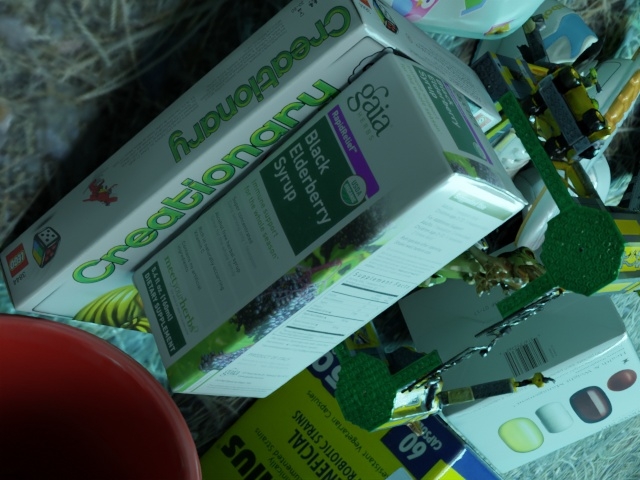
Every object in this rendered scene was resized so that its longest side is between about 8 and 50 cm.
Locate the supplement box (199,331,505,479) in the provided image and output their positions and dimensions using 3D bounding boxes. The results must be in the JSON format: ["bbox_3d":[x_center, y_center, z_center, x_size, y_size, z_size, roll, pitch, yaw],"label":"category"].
[{"bbox_3d":[-0.015,0.291,1.061,0.356,0.194,0.195,-46,147,-2],"label":"supplement box"}]

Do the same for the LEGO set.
[{"bbox_3d":[0.139,0.000,0.853,0.192,0.255,0.331,0,141,-49],"label":"LEGO set"}]

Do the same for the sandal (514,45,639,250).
[{"bbox_3d":[0.243,-0.109,1.029,0.265,0.076,0.102,-53,164,-18],"label":"sandal"}]

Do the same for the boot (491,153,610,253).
[{"bbox_3d":[0.241,0.006,1.166,0.123,0.095,0.258,-25,136,-17],"label":"boot"}]

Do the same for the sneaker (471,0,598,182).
[{"bbox_3d":[0.178,-0.109,0.952,0.087,0.092,0.229,-25,142,-33],"label":"sneaker"}]

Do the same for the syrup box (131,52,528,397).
[{"bbox_3d":[0.000,0.000,0.661,0.237,0.093,0.096,-39,149,25],"label":"syrup box"}]

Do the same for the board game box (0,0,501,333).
[{"bbox_3d":[-0.046,-0.038,0.719,0.305,0.053,0.193,-37,152,22],"label":"board game box"}]

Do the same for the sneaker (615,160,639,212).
[{"bbox_3d":[0.393,-0.072,1.197,0.268,0.101,0.153,-50,149,-45],"label":"sneaker"}]

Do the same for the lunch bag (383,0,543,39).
[{"bbox_3d":[0.100,-0.274,0.673,0.224,0.108,0.279,-5,129,-44],"label":"lunch bag"}]

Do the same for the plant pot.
[{"bbox_3d":[-0.230,0.224,0.712,0.275,0.275,0.243,-25,151,-31],"label":"plant pot"}]

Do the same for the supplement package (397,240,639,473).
[{"bbox_3d":[0.222,0.117,1.101,0.194,0.149,0.203,-27,144,12],"label":"supplement package"}]

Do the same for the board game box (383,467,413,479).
[{"bbox_3d":[-0.051,0.338,0.789,0.318,0.066,0.318,-34,154,-19],"label":"board game box"}]
